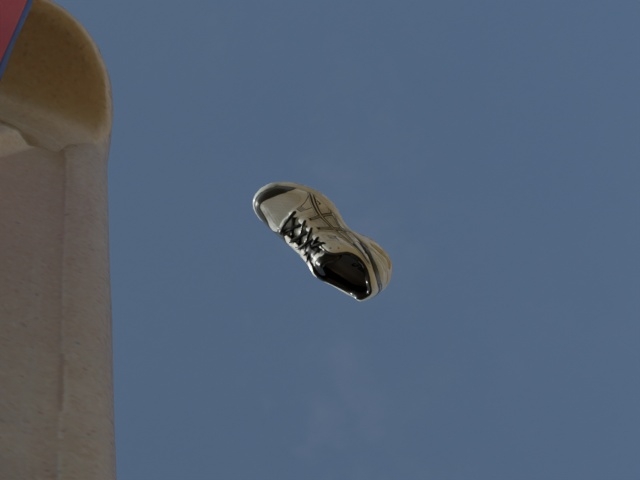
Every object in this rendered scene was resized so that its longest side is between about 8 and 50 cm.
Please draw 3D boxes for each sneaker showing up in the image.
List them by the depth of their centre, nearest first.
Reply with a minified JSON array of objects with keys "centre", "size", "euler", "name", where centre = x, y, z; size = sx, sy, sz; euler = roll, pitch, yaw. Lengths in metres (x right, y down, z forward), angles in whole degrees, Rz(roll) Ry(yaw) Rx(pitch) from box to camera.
[{"centre":[0.000,0.000,0.935],"size":[0.083,0.032,0.037],"euler":[33,-155,1],"name":"sneaker"}]

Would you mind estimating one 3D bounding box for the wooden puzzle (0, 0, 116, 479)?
[{"centre":[-0.177,-0.040,0.319],"size":[0.322,0.348,0.080],"euler":[23,-67,-16],"name":"wooden puzzle"}]
